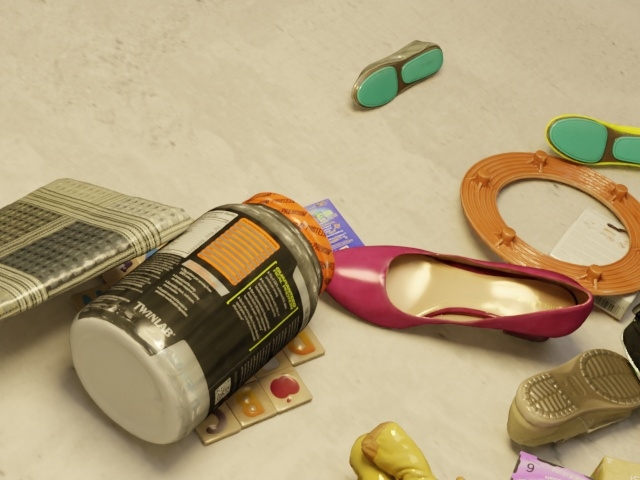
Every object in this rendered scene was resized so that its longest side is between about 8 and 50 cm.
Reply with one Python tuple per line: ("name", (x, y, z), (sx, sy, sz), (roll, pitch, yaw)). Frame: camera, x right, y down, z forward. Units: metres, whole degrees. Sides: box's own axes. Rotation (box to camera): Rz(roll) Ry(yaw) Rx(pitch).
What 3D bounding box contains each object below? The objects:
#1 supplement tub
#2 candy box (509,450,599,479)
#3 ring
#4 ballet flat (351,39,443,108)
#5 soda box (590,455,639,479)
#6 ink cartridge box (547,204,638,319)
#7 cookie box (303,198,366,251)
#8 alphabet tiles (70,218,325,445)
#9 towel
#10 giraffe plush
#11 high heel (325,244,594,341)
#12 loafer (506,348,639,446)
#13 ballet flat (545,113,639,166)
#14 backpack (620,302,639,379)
("supplement tub", (-0.144, 0.089, 1.845), (0.207, 0.207, 0.338), (38, 51, 16))
("candy box", (0.299, 0.389, 1.814), (0.164, 0.070, 0.196), (19, 48, 12))
("ring", (0.378, -0.039, 2.191), (0.336, 0.032, 0.337), (11, 38, -9))
("ballet flat", (0.113, -0.274, 2.342), (0.213, 0.072, 0.068), (-29, 36, -34))
("soda box", (0.457, 0.348, 1.913), (0.181, 0.058, 0.061), (14, 49, -5))
("ink cartridge box", (0.436, 0.031, 2.194), (0.145, 0.045, 0.179), (32, 36, 12))
("cookie box", (0.000, 0.000, 2.085), (0.091, 0.040, 0.107), (-21, 59, -29))
("alphabet tiles", (-0.168, 0.117, 1.961), (0.285, 0.011, 0.342), (-19, 59, -29))
("towel", (-0.375, 0.013, 1.864), (0.312, 0.056, 0.324), (-29, 27, -30))
("giraffe plush", (0.080, 0.353, 1.738), (0.170, 0.181, 0.210), (-40, 52, -25))
("high heel", (0.188, 0.057, 1.985), (0.377, 0.181, 0.127), (9, 71, -9))
("loafer", (0.350, 0.221, 1.972), (0.268, 0.092, 0.102), (-5, 56, -40))
("ballet flat", (0.463, -0.162, 2.333), (0.230, 0.077, 0.077), (9, 14, -16))
("backpack", (0.571, 0.180, 1.971), (0.191, 0.225, 0.254), (25, 32, -47))
